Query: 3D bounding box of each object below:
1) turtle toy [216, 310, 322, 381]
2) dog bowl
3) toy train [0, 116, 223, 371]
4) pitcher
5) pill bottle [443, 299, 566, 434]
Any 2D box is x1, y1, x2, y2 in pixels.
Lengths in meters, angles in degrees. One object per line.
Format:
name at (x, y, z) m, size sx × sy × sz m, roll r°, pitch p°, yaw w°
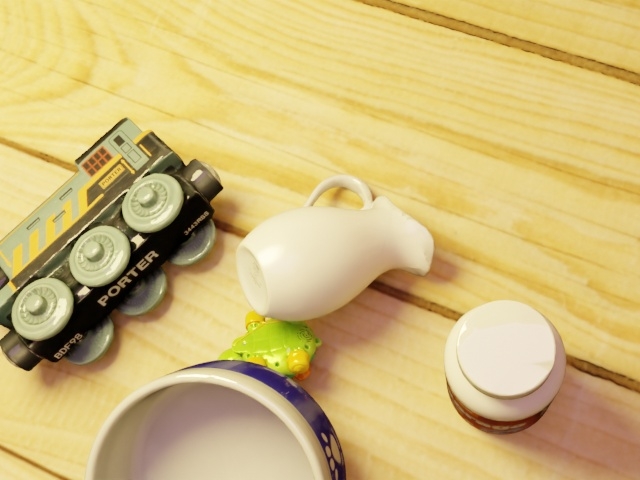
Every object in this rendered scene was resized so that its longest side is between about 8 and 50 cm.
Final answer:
turtle toy at (-0.061, 0.133, 1.042) m, size 0.130 × 0.066 × 0.095 m, roll -10°, pitch 44°, yaw 6°
dog bowl at (-0.109, 0.262, 0.947) m, size 0.265 × 0.104 × 0.264 m, roll 1°, pitch 92°, yaw 14°
toy train at (-0.276, 0.004, 1.093) m, size 0.334 × 0.142 × 0.190 m, roll -44°, pitch 59°, yaw -4°
pitcher at (0.000, 0.000, 1.036) m, size 0.207 × 0.125 × 0.177 m, roll -17°, pitch 48°, yaw -26°
pill bottle at (0.188, 0.131, 0.921) m, size 0.121 × 0.216 × 0.121 m, roll -3°, pitch 72°, yaw 9°
